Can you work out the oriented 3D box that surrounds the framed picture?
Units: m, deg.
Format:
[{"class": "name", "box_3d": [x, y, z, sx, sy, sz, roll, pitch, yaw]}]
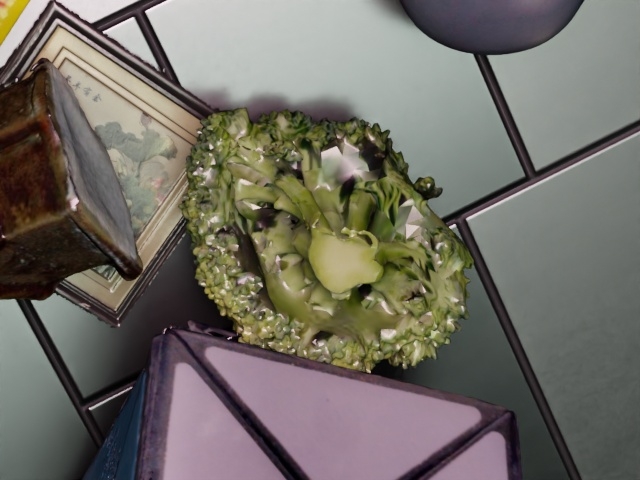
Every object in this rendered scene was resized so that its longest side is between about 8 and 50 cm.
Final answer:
[{"class": "framed picture", "box_3d": [-0.185, -0.058, 1.376, 0.195, 0.010, 0.199, 34, 95, -17]}]

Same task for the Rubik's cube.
[{"class": "Rubik's cube", "box_3d": [-0.039, 0.279, 1.288, 0.310, 0.305, 0.307, 14, 138, -16]}]

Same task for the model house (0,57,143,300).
[{"class": "model house", "box_3d": [-0.237, -0.034, 1.325, 0.152, 0.106, 0.165, -21, 71, 7]}]

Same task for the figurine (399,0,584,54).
[{"class": "figurine", "box_3d": [0.128, -0.272, 1.309, 0.175, 0.197, 0.265, -4, 112, 27]}]

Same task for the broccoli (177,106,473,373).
[{"class": "broccoli", "box_3d": [-0.002, -0.001, 1.344, 0.198, 0.176, 0.226, -37, 130, -12]}]

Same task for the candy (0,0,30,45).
[{"class": "candy", "box_3d": [-0.349, -0.214, 1.250, 0.276, 0.088, 0.146, 32, 102, -20]}]
